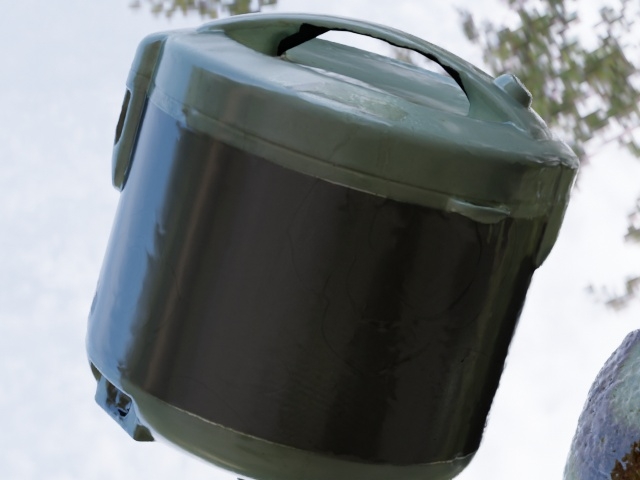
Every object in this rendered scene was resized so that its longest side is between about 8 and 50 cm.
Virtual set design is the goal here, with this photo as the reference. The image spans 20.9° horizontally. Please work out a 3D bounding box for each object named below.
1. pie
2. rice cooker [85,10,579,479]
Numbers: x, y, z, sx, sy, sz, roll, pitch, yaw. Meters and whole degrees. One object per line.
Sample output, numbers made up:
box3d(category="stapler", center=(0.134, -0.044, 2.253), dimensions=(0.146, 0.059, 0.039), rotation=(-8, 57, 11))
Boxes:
box3d(category="pie", center=(0.252, 0.146, 1.255), dimensions=(0.084, 0.179, 0.205), rotation=(32, -87, -21))
box3d(category="rice cooker", center=(0.001, -0.003, 1.101), dimensions=(0.288, 0.288, 0.277), rotation=(12, -78, -14))
